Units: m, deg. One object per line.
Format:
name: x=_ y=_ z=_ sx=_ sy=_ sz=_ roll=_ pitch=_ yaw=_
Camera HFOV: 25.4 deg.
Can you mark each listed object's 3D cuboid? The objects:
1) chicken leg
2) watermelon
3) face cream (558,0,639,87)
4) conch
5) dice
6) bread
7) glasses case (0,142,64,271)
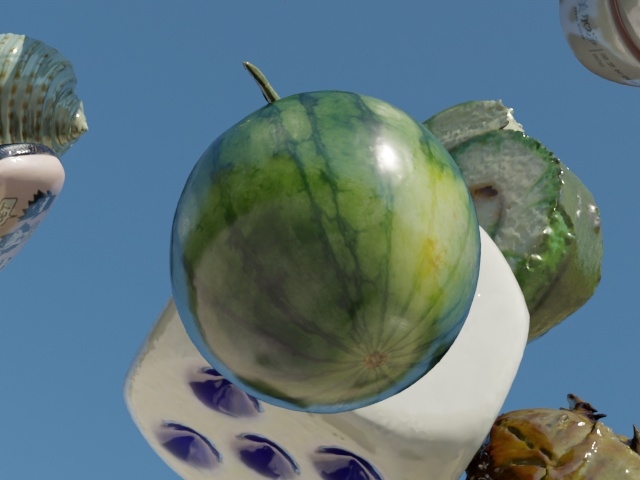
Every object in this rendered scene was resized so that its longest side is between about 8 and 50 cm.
chicken leg: x=0.254 y=0.271 z=1.307 sx=0.211 sy=0.361 sz=0.140 roll=-41 pitch=-54 yaw=-7
watermelon: x=0.000 y=0.000 z=0.856 sx=0.188 sy=0.214 sz=0.188 roll=-9 pitch=-50 yaw=-11
face cream: x=0.215 y=-0.152 z=0.889 sx=0.117 sy=0.117 sz=0.104 roll=38 pitch=-17 yaw=-19
conch: x=-0.327 y=-0.153 z=1.554 sx=0.153 sy=0.102 sz=0.135 roll=15 pitch=-77 yaw=-17
dice: x=0.001 y=0.106 z=1.365 sx=0.304 sy=0.277 sz=0.304 roll=30 pitch=-37 yaw=-3
bread: x=0.198 y=-0.010 z=1.835 sx=0.366 sy=0.382 sz=0.129 roll=-10 pitch=-35 yaw=44
glasses case: x=-0.363 y=0.008 z=1.395 sx=0.314 sy=0.122 sz=0.075 roll=-41 pitch=-113 yaw=32
